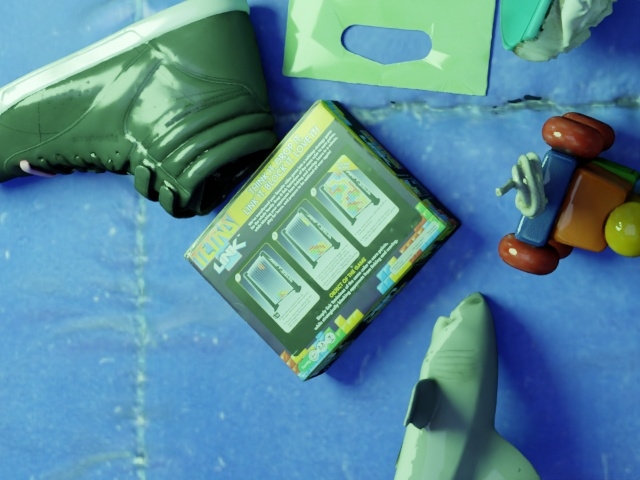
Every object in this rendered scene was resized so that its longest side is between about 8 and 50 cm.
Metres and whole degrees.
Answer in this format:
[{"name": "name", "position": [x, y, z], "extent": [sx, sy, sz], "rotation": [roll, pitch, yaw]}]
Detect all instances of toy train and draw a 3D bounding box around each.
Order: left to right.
[{"name": "toy train", "position": [0.198, -0.011, 1.002], "extent": [0.143, 0.248, 0.105], "rotation": [21, 101, 12]}]

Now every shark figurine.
[{"name": "shark figurine", "position": [0.099, 0.189, 1.103], "extent": [0.116, 0.166, 0.278], "rotation": [15, 101, 8]}]

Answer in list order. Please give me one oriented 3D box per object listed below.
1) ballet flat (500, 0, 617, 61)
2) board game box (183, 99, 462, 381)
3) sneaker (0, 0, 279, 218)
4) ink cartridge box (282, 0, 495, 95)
[{"name": "ballet flat", "position": [0.224, -0.316, 1.031], "extent": [0.147, 0.147, 0.408], "rotation": [12, 100, 18]}, {"name": "board game box", "position": [0.000, 0.000, 1.176], "extent": [0.141, 0.048, 0.170], "rotation": [46, 108, 12]}, {"name": "sneaker", "position": [-0.165, -0.068, 1.197], "extent": [0.296, 0.104, 0.146], "rotation": [-25, 81, 16]}, {"name": "ink cartridge box", "position": [0.051, -0.233, 1.135], "extent": [0.171, 0.056, 0.235], "rotation": [8, 95, 18]}]
